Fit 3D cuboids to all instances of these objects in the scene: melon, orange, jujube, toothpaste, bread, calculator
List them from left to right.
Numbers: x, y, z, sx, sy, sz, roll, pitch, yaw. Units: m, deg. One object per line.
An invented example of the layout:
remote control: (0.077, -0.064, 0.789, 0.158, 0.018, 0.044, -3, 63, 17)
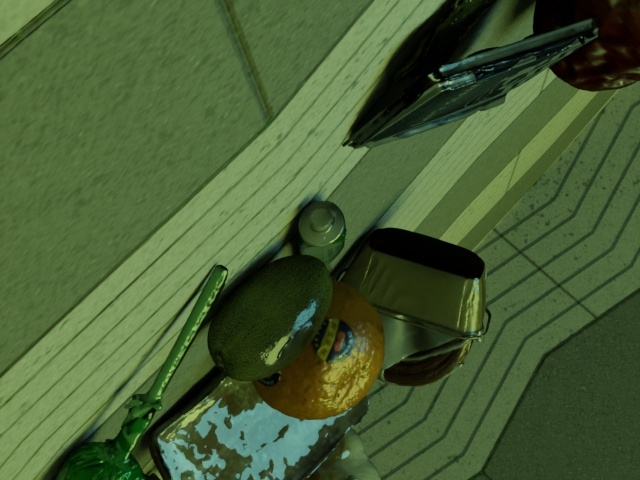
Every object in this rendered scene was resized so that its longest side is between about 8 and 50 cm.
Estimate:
melon: (-0.049, 0.079, 1.349, 0.162, 0.099, 0.099, -43, 169, -24)
orange: (-0.007, 0.130, 1.544, 0.178, 0.155, 0.177, -23, 123, -39)
toothpaste: (0.000, 0.000, 1.422, 0.078, 0.047, 0.248, -41, 172, -7)
bread: (0.127, 0.098, 1.811, 0.142, 0.224, 0.211, -62, 167, -61)
calculator: (0.157, -0.158, 1.297, 0.274, 0.028, 0.166, -22, 172, -40)
jujube: (0.351, -0.287, 1.402, 0.223, 0.223, 0.318, -44, 177, -25)

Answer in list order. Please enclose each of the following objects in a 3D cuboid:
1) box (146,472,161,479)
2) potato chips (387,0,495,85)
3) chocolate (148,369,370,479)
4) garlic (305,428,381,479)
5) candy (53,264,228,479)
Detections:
box: (-0.192, 0.429, 1.715, 0.120, 0.224, 0.069, -38, 170, -51)
potato chips: (0.137, -0.216, 1.233, 0.209, 0.026, 0.142, -37, 163, -50)
chocolate: (-0.084, 0.231, 1.636, 0.303, 0.185, 0.100, -39, -166, -28)
garlic: (-0.066, 0.318, 1.779, 0.281, 0.184, 0.203, -9, 146, -9)
candy: (-0.169, 0.156, 1.253, 0.323, 0.097, 0.097, -60, 167, 17)
